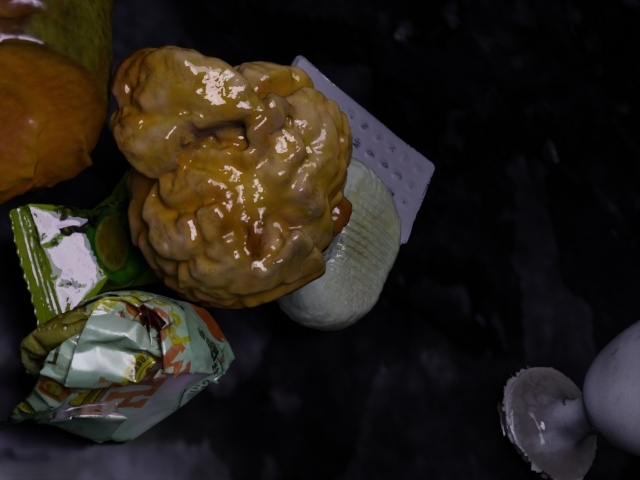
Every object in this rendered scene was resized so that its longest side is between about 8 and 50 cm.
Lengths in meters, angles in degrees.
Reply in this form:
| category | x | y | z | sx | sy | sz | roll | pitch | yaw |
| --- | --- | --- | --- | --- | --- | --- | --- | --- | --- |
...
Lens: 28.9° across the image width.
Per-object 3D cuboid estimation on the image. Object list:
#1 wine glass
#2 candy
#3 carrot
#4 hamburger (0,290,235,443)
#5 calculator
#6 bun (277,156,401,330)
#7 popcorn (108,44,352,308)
| category | x | y | z | sx | sy | sz | roll | pitch | yaw |
| --- | --- | --- | --- | --- | --- | --- | --- | --- | --- |
| wine glass | 0.401 | 0.199 | 1.570 | 0.190 | 0.357 | 0.190 | 16 | 60 | -29 |
| candy | -0.241 | 0.004 | 1.367 | 0.246 | 0.069 | 0.149 | -25 | 93 | -55 |
| carrot | -0.335 | -0.193 | 1.278 | 0.242 | 0.241 | 0.340 | 15 | 61 | -31 |
| hamburger | -0.222 | 0.128 | 1.260 | 0.214 | 0.235 | 0.125 | 29 | 43 | -62 |
| calculator | 0.034 | -0.120 | 1.658 | 0.262 | 0.021 | 0.161 | 37 | 52 | -18 |
| bun | 0.000 | 0.000 | 1.511 | 0.212 | 0.127 | 0.204 | -55 | 132 | -32 |
| popcorn | -0.087 | -0.075 | 1.314 | 0.265 | 0.225 | 0.332 | -39 | 125 | -15 |
